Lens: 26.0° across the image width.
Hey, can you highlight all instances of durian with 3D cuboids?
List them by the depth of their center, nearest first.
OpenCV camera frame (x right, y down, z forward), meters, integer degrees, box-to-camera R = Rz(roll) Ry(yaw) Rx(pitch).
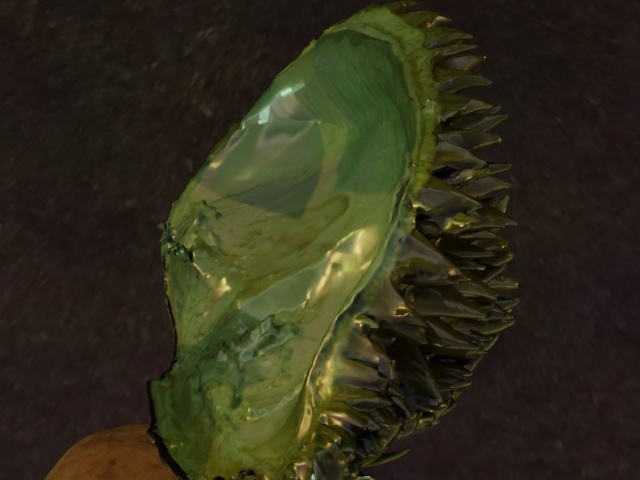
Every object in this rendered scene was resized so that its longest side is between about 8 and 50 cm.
[{"bbox_3d":[-0.001,-0.010,0.690,0.198,0.394,0.163,-6,121,3],"label":"durian"}]

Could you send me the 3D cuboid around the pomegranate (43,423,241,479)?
[{"bbox_3d":[-0.143,0.293,1.237,0.281,0.281,0.281,0,103,1],"label":"pomegranate"}]
